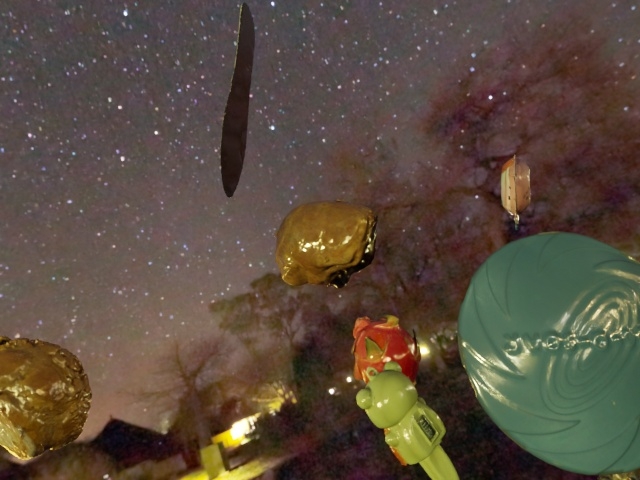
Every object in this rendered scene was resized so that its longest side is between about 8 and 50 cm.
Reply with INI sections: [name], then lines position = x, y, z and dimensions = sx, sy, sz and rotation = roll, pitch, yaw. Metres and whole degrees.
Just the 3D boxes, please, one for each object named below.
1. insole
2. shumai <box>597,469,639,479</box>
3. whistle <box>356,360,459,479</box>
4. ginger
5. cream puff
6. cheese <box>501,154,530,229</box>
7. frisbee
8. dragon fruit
[insole]
position = -0.126, -0.220, 0.669
dimensions = 0.007, 0.323, 0.109
rotation = 2, -13, 6
[shumai]
position = 0.815, 0.672, 1.125
dimensions = 0.203, 0.222, 0.272
rotation = 23, -70, -25
[whistle]
position = 0.181, 0.378, 0.877
dimensions = 0.131, 0.289, 0.106
rotation = -32, -5, -38
[ginger]
position = 0.001, -0.004, 1.103
dimensions = 0.222, 0.201, 0.269
rotation = 14, -35, -14
[cream puff]
position = -0.329, 0.176, 0.497
dimensions = 0.103, 0.143, 0.126
rotation = -40, -17, -52
[cheese]
position = 0.563, -0.132, 1.242
dimensions = 0.074, 0.189, 0.286
rotation = 1, -26, 26
[frisbee]
position = 0.311, 0.120, 0.514
dimensions = 0.289, 0.290, 0.049
rotation = -21, -18, -7
[dragon fruit]
position = 0.195, 0.343, 1.304
dimensions = 0.223, 0.227, 0.224
rotation = -3, -37, -2
